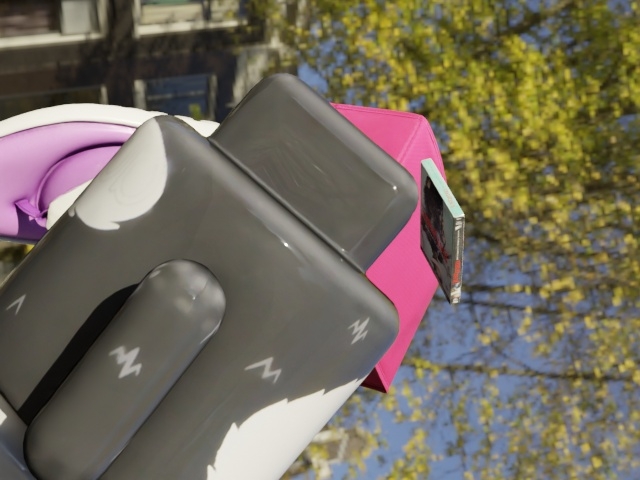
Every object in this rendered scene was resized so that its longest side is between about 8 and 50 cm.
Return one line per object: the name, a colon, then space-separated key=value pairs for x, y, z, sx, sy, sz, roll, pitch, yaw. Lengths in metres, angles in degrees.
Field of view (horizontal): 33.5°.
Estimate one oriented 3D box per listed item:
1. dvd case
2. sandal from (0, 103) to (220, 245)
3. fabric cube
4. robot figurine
dvd case: x=0.117 y=-0.008 z=1.031 sx=0.119 sy=0.013 sz=0.087 roll=84 pitch=-12 yaw=-45
sandal: x=-0.167 y=-0.043 z=1.055 sx=0.102 sy=0.416 sz=0.169 roll=-103 pitch=-164 yaw=-49
fabric cube: x=0.000 y=0.000 z=1.368 sx=0.259 sy=0.258 sz=0.254 roll=10 pitch=-38 yaw=28
robot figurine: x=-0.070 y=0.053 z=0.540 sx=0.173 sy=0.278 sz=0.209 roll=41 pitch=0 yaw=42
